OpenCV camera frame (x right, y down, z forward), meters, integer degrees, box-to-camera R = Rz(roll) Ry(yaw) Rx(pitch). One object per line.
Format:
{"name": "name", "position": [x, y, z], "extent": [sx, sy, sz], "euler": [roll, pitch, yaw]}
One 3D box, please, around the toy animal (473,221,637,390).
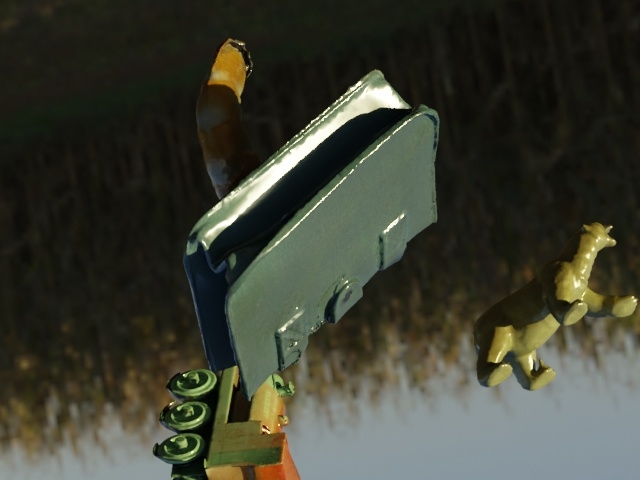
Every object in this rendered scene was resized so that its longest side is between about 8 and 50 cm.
{"name": "toy animal", "position": [0.250, 0.071, 2.021], "extent": [0.218, 0.101, 0.103], "euler": [-42, 144, 7]}

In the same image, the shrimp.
{"name": "shrimp", "position": [-0.050, -0.077, 1.499], "extent": [0.049, 0.166, 0.161], "euler": [-23, 148, 27]}

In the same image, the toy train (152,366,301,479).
{"name": "toy train", "position": [-0.073, 0.165, 1.541], "extent": [0.118, 0.074, 0.176], "euler": [-6, -152, 8]}

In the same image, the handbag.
{"name": "handbag", "position": [0.000, 0.000, 1.395], "extent": [0.062, 0.179, 0.229], "euler": [34, -118, 29]}
